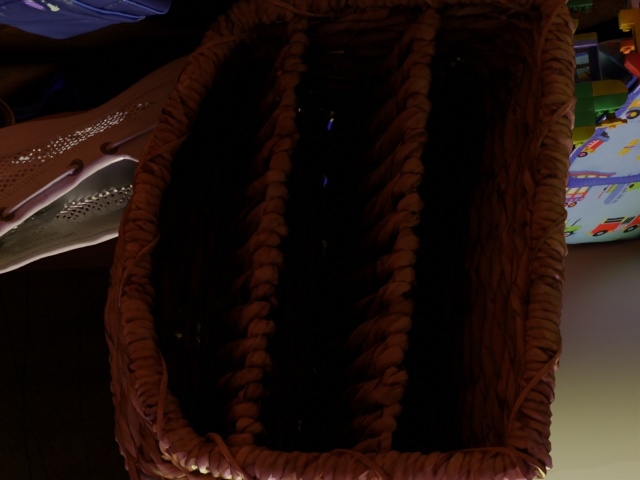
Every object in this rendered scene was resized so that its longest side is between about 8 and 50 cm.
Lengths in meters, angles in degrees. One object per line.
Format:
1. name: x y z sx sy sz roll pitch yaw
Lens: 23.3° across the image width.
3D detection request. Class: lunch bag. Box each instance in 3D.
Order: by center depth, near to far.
1. lunch bag: -0.101 -0.123 0.644 0.065 0.067 0.098 -8 176 25
2. lunch bag: 0.252 -0.103 1.222 0.221 0.138 0.293 -4 162 -31

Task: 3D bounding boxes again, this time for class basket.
1. basket: 0.000 0.000 0.859 0.213 0.299 0.223 13 157 -12

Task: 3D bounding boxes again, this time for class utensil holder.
1. utensil holder: 0.333 0.146 1.420 0.327 0.328 0.385 -2 177 -42

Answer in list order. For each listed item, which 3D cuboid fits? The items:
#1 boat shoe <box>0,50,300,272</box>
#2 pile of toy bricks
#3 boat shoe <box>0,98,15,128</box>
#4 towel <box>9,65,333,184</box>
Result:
1. boat shoe: -0.110 -0.045 1.016 0.277 0.096 0.098 -23 142 -14
2. pile of toy bricks: 0.151 -0.103 1.014 0.212 0.105 0.118 -6 176 5
3. boat shoe: -0.242 -0.090 0.999 0.059 0.063 0.170 -29 174 1
4. towel: -0.087 -0.078 1.194 0.308 0.076 0.227 -4 176 -29
